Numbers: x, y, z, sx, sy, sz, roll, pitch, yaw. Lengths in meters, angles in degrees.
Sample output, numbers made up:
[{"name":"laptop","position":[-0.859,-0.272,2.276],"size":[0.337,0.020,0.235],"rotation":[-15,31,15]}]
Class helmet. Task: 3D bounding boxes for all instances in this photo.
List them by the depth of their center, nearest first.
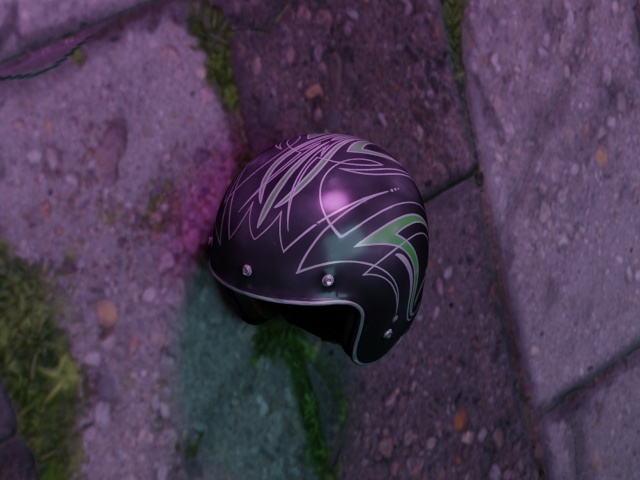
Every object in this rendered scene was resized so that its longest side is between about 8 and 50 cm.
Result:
[{"name":"helmet","position":[0.000,0.000,1.413],"size":[0.169,0.169,0.161],"rotation":[-53,143,-26]}]
